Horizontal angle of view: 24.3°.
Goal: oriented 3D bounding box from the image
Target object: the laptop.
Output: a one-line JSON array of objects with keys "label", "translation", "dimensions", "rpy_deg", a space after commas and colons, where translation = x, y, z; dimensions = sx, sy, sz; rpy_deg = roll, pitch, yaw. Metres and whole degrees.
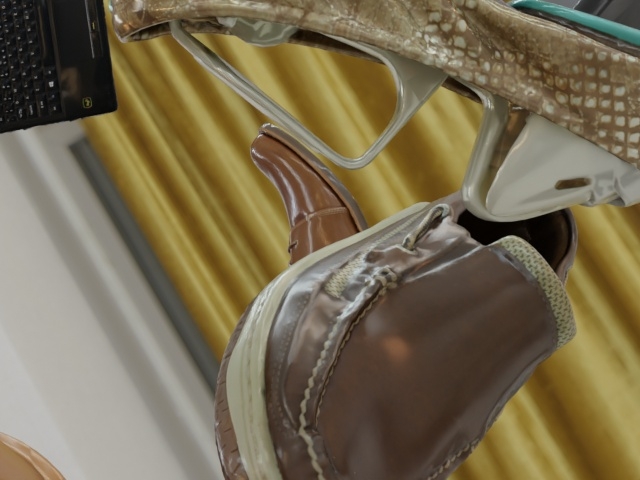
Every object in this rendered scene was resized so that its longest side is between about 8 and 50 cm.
[{"label": "laptop", "translation": [-0.377, -0.234, 1.593], "dimensions": [0.264, 0.234, 0.136], "rpy_deg": [-8, -1, 17]}]

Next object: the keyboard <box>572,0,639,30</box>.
[{"label": "keyboard", "translation": [0.243, -0.227, 0.917], "dimensions": [0.317, 0.033, 0.201], "rpy_deg": [-51, -34, -1]}]

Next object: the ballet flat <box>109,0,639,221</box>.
[{"label": "ballet flat", "translation": [0.036, -0.044, 0.408], "dimensions": [0.073, 0.206, 0.067], "rpy_deg": [-27, -40, -86]}]

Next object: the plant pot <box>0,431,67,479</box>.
[{"label": "plant pot", "translation": [-0.261, 0.177, 0.752], "dimensions": [0.291, 0.291, 0.203], "rpy_deg": [-29, -45, -13]}]

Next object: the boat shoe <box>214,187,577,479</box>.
[{"label": "boat shoe", "translation": [0.043, 0.029, 0.552], "dimensions": [0.095, 0.095, 0.257], "rpy_deg": [-26, 12, 24]}]

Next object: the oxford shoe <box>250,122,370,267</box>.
[{"label": "oxford shoe", "translation": [0.000, 0.000, 1.102], "dimensions": [0.076, 0.212, 0.076], "rpy_deg": [-34, -24, -5]}]
